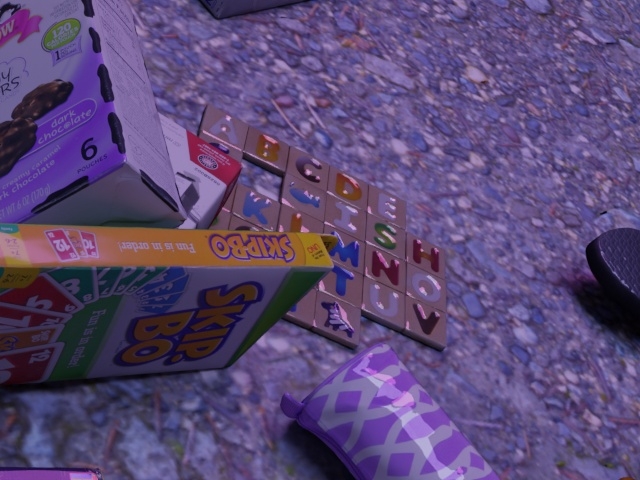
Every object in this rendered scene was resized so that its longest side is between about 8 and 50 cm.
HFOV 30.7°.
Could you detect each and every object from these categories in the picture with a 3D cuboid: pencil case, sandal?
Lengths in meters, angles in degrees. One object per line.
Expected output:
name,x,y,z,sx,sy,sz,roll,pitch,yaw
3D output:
pencil case,0.067,0.165,0.755,0.088,0.086,0.206,-30,69,-22
sandal,0.338,0.058,1.124,0.255,0.054,0.097,19,47,-38

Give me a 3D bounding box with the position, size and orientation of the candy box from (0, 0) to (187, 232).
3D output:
candy box,-0.185,-0.062,0.710,0.070,0.165,0.196,48,17,-51

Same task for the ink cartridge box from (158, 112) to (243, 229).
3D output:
ink cartridge box,-0.128,-0.027,0.808,0.099,0.056,0.135,31,38,-1

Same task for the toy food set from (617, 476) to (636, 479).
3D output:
toy food set,0.256,0.264,0.818,0.232,0.104,0.111,32,19,-38

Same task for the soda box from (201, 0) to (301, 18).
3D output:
soda box,-0.023,-0.304,1.168,0.098,0.091,0.286,49,38,13

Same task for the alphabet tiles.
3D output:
alphabet tiles,0.000,0.000,0.933,0.237,0.009,0.198,25,38,-16

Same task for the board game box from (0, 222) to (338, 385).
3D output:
board game box,-0.107,0.039,0.691,0.259,0.124,0.039,-2,56,-47

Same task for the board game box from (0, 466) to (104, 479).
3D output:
board game box,-0.162,0.192,0.561,0.141,0.048,0.170,10,44,-35
